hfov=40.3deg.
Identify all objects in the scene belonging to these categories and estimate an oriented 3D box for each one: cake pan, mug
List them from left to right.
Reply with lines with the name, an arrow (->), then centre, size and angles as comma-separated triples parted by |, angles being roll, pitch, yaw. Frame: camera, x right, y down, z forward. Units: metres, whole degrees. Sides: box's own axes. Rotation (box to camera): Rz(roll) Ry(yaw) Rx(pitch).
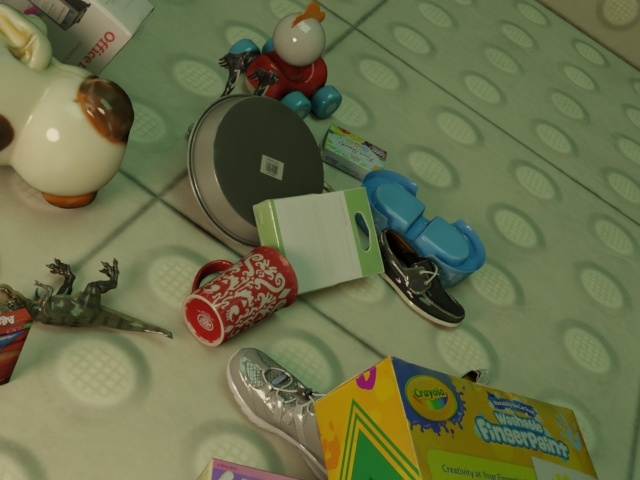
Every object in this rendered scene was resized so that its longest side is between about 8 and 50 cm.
mug -> -0.144, 0.095, 1.414 | 0.169, 0.150, 0.113 | -33, 108, -45
cake pan -> -0.104, -0.131, 1.582 | 0.293, 0.054, 0.294 | 10, 74, -39

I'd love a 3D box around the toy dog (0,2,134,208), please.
toy dog -> -0.486, -0.211, 1.319 | 0.407, 0.285, 0.395 | 17, 24, -30

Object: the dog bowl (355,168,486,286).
dog bowl -> 0.194, -0.021, 1.772 | 0.297, 0.074, 0.166 | 39, 39, 6

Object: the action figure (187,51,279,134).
action figure -> -0.158, -0.216, 1.688 | 0.164, 0.141, 0.276 | 20, 66, -29

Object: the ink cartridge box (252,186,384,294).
ink cartridge box -> 0.000, 0.000, 1.569 | 0.235, 0.056, 0.171 | -11, 88, -43

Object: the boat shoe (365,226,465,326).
boat shoe -> 0.189, 0.072, 1.668 | 0.233, 0.079, 0.084 | 44, 38, 11

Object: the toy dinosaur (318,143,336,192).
toy dinosaur -> -0.033, -0.159, 1.790 | 0.183, 0.053, 0.093 | 38, 48, -14

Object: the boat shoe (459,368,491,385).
boat shoe -> 0.279, 0.248, 1.577 | 0.100, 0.035, 0.035 | -8, 54, -39

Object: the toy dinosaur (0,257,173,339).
toy dinosaur -> -0.352, 0.084, 1.297 | 0.268, 0.064, 0.118 | 12, 50, -28

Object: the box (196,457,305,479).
box -> -0.067, 0.425, 1.087 | 0.213, 0.117, 0.243 | 19, 41, -17

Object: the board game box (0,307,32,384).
board game box -> -0.495, 0.164, 1.041 | 0.281, 0.145, 0.027 | -15, 61, -43

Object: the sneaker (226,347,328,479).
sneaker -> -0.017, 0.250, 1.305 | 0.281, 0.115, 0.105 | 40, 39, 8

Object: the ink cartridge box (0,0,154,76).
ink cartridge box -> -0.486, -0.425, 1.537 | 0.306, 0.226, 0.131 | 42, 36, -18

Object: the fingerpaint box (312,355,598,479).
fingerpaint box -> 0.225, 0.392, 1.184 | 0.444, 0.163, 0.371 | 21, 44, -40

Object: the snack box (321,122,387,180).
snack box -> 0.071, -0.185, 1.886 | 0.141, 0.037, 0.100 | 26, 40, -9

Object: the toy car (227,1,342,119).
toy car -> -0.043, -0.413, 1.885 | 0.210, 0.238, 0.219 | -21, 63, -46
